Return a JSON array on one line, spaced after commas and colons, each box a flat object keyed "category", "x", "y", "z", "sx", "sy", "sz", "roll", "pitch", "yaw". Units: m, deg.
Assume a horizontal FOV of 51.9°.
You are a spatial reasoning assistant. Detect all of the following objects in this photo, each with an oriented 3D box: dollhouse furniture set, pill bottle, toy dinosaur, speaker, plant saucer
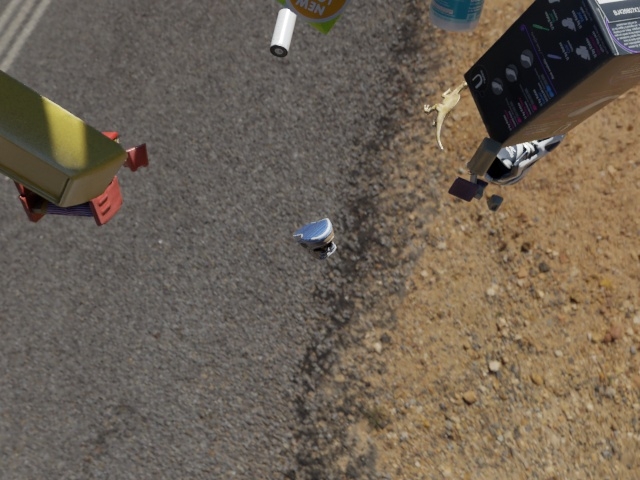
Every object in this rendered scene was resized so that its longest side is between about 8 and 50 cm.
[{"category": "dollhouse furniture set", "x": 0.277, "y": -0.124, "z": 1.076, "sx": 0.090, "sy": 0.114, "sz": 0.081, "roll": 23, "pitch": 44, "yaw": -2}, {"category": "dollhouse furniture set", "x": -0.560, "y": -0.194, "z": 1.626, "sx": 0.201, "sy": 0.152, "sz": 0.374, "roll": 2, "pitch": 34, "yaw": 13}, {"category": "pill bottle", "x": 0.387, "y": -0.715, "z": 1.782, "sx": 0.146, "sy": 0.264, "sz": 0.146, "roll": 3, "pitch": 44, "yaw": -3}, {"category": "toy dinosaur", "x": 0.260, "y": -0.275, "z": 1.398, "sx": 0.183, "sy": 0.053, "sz": 0.092, "roll": -61, "pitch": 19, "yaw": -14}, {"category": "speaker", "x": -0.108, "y": -0.603, "z": 1.908, "sx": 0.055, "sy": 0.055, "sz": 0.136, "roll": -2, "pitch": 64, "yaw": 27}, {"category": "plant saucer", "x": -0.523, "y": -0.171, "z": 1.139, "sx": 0.332, "sy": 0.332, "sz": 0.081, "roll": -19, "pitch": 42, "yaw": 63}]

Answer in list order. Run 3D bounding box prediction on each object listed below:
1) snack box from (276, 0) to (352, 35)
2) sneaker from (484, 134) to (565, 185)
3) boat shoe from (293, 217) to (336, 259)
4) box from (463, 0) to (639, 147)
[{"category": "snack box", "x": -0.007, "y": -0.244, "z": 0.336, "sx": 0.207, "sy": 0.174, "sz": 0.070, "roll": -48, "pitch": 30, "yaw": 27}, {"category": "sneaker", "x": 0.425, "y": -0.207, "z": 1.384, "sx": 0.094, "sy": 0.153, "sz": 0.235, "roll": 52, "pitch": 125, "yaw": 16}, {"category": "boat shoe", "x": 0.000, "y": 0.000, "z": 1.307, "sx": 0.066, "sy": 0.066, "sz": 0.183, "roll": -38, "pitch": 9, "yaw": -8}, {"category": "box", "x": 0.366, "y": -0.266, "z": 0.971, "sx": 0.165, "sy": 0.270, "sz": 0.144, "roll": -14, "pitch": 77, "yaw": -25}]
